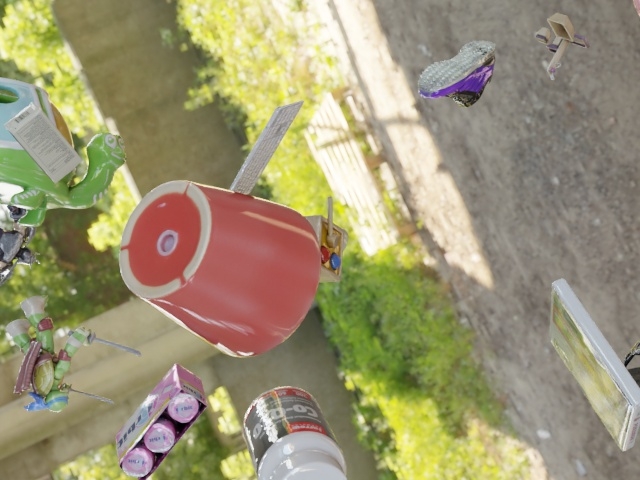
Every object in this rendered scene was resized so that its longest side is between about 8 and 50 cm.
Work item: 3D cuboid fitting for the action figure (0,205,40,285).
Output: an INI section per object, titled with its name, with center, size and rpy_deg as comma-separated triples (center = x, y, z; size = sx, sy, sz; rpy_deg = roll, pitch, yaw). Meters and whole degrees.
[action figure]
center = -0.717, -0.020, 2.053
size = 0.099, 0.185, 0.285
rpy_deg = -15, 137, 43

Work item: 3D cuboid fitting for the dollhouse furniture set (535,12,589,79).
[dollhouse furniture set]
center = 0.373, -0.323, 1.584
size = 0.091, 0.081, 0.114
rpy_deg = 28, 179, 32

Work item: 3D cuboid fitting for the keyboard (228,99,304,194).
[keyboard]
center = -0.108, -0.167, 1.821
size = 0.014, 0.072, 0.256
rpy_deg = 51, 132, 19

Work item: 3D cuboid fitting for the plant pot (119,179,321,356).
[plant pot]
center = -0.174, 0.033, 1.563
size = 0.243, 0.275, 0.275
rpy_deg = 28, -156, -51

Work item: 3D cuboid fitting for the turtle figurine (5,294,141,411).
[turtle figurine]
center = -0.587, 0.264, 2.203
size = 0.266, 0.274, 0.198
rpy_deg = 55, 156, 23

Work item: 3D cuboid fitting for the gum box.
[gum box]
center = -0.285, 0.323, 1.694
size = 0.062, 0.188, 0.107
rpy_deg = 37, -174, -21

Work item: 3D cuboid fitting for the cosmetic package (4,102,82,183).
[cosmetic package]
center = -0.429, -0.151, 1.490
size = 0.041, 0.060, 0.115
rpy_deg = 35, 162, 45

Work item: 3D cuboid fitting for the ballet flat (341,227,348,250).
[ballet flat]
center = 0.027, 0.018, 2.363
size = 0.057, 0.168, 0.052
rpy_deg = 14, 139, 16

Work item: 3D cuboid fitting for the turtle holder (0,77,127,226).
[turtle holder]
center = -0.526, -0.157, 1.676
size = 0.243, 0.320, 0.227
rpy_deg = 52, -137, -74

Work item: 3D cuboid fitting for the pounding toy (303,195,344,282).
[pounding toy]
center = 0.000, 0.000, 1.921
size = 0.130, 0.100, 0.141
rpy_deg = 32, -121, -58

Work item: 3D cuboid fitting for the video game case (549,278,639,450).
[video game case]
center = 0.378, 0.173, 1.327
size = 0.183, 0.023, 0.201
rpy_deg = 70, 174, -57

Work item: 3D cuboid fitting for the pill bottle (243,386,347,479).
[pill bottle]
center = -0.044, 0.394, 1.746
size = 0.283, 0.161, 0.161
rpy_deg = -129, 17, -69

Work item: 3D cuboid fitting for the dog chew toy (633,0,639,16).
[dog chew toy]
center = 0.479, -0.338, 1.198
size = 0.332, 0.206, 0.206
rpy_deg = -82, -17, -45

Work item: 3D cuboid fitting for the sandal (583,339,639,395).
[sandal]
center = 0.680, 0.197, 1.687
size = 0.167, 0.446, 0.107
rpy_deg = -8, -97, -67

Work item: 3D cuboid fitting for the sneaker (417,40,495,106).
[sneaker]
center = 0.366, -0.405, 2.509
size = 0.102, 0.293, 0.146
rpy_deg = 25, 135, 36
